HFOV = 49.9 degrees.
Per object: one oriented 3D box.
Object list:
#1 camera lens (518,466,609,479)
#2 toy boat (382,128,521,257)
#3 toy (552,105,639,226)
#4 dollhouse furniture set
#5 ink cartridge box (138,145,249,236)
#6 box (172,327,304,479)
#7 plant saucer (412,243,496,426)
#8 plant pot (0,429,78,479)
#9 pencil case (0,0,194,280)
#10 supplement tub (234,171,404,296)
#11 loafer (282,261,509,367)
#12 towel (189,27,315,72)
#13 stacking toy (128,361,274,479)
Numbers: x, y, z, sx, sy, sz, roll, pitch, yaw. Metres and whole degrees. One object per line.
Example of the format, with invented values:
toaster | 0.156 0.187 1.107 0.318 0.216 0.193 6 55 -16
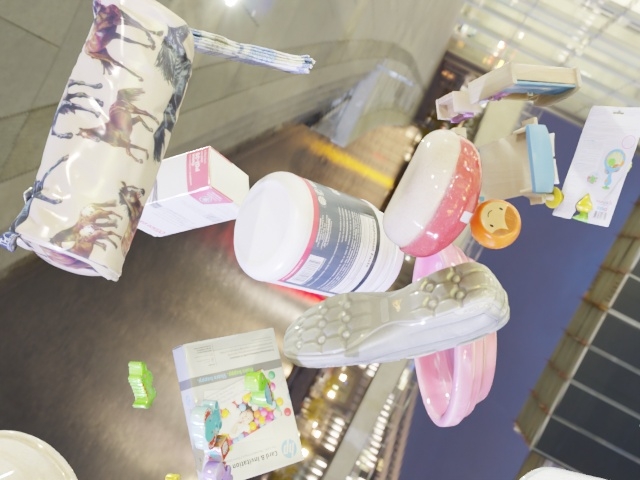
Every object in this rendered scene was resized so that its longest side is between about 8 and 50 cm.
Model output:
camera lens | 0.474 0.530 1.216 0.219 0.219 0.274 -61 -163 -19
toy boat | 0.170 -0.041 0.830 0.151 0.151 0.231 -64 170 12
toy | 0.565 -0.145 1.364 0.137 0.056 0.237 22 -90 58
dollhouse furniture set | 0.432 -0.203 1.517 0.286 0.198 0.304 -16 -102 62
ink cartridge box | -0.348 -0.116 1.732 0.207 0.282 0.117 37 44 -62
box | -0.110 0.221 0.924 0.145 0.186 0.038 -5 166 -38
plant saucer | 0.235 0.159 1.225 0.332 0.084 0.332 178 -90 -86
plant pot | -0.584 0.484 1.051 0.334 0.333 0.305 -63 165 1
pencil case | -0.314 -0.157 0.996 0.160 0.183 0.411 46 60 -74
supplement tub | 0.000 0.000 1.238 0.191 0.272 0.191 -19 -116 44
loafer | 0.099 0.122 0.938 0.111 0.319 0.112 51 34 -40
towel | -0.167 -0.376 1.362 0.209 0.284 0.034 -137 -122 -72
stacking toy | -0.126 0.241 0.787 0.052 0.166 0.221 -56 141 -62
